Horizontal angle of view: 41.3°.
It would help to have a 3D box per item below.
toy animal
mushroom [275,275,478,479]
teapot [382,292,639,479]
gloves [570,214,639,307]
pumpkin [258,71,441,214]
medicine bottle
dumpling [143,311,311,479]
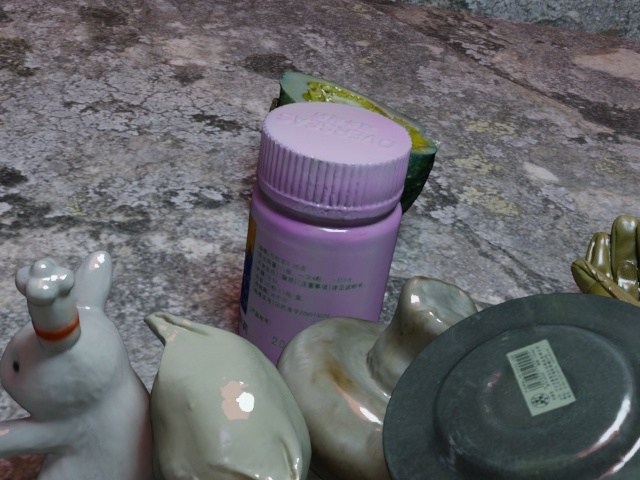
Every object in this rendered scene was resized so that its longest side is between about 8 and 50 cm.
[{"bbox_3d":[-0.231,0.127,0.759,0.138,0.282,0.140,-11,28,8],"label":"toy animal"},{"bbox_3d":[0.083,0.141,0.840,0.243,0.243,0.243,7,31,-4],"label":"mushroom"},{"bbox_3d":[0.232,0.191,0.658,0.321,0.239,0.239,-9,38,25],"label":"teapot"},{"bbox_3d":[0.428,0.111,1.090,0.154,0.141,0.331,-19,43,3],"label":"gloves"},{"bbox_3d":[0.031,-0.113,1.305,0.263,0.197,0.293,18,23,-5],"label":"pumpkin"},{"bbox_3d":[0.000,0.000,1.004,0.178,0.291,0.178,6,30,-3],"label":"medicine bottle"},{"bbox_3d":[-0.086,0.171,0.746,0.132,0.162,0.250,-22,56,-25],"label":"dumpling"}]
